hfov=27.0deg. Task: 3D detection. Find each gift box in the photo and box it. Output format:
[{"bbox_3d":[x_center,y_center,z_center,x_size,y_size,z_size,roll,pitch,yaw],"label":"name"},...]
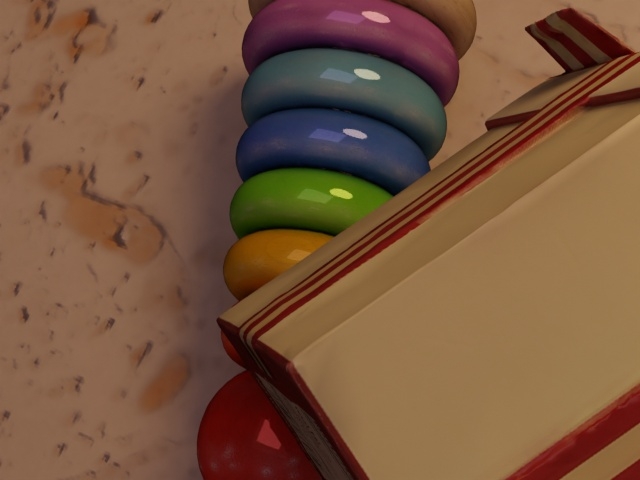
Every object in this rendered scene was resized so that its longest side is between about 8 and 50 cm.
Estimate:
[{"bbox_3d":[0.118,0.048,0.610,0.258,0.276,0.255,-34,102,-8],"label":"gift box"}]

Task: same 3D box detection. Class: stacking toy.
[{"bbox_3d":[0.000,0.000,0.766,0.141,0.141,0.330,6,72,14],"label":"stacking toy"}]
